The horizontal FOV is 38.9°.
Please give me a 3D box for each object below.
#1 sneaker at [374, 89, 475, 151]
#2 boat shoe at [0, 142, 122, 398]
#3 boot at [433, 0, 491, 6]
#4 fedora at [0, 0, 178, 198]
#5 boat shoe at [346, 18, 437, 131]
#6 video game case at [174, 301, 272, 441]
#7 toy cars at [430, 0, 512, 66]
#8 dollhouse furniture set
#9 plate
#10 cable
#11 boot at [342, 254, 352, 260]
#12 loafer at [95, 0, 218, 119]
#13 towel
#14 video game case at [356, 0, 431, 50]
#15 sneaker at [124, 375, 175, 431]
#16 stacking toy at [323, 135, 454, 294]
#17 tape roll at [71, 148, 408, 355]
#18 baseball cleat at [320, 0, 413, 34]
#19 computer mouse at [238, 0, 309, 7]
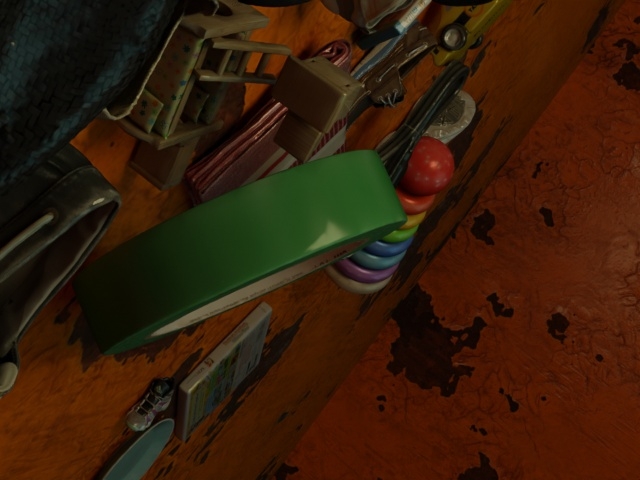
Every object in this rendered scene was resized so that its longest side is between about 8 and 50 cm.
[{"bbox_3d":[0.168,-0.173,1.552,0.232,0.090,0.115,-39,170,-16],"label":"sneaker"},{"bbox_3d":[-0.262,0.069,0.611,0.335,0.119,0.121,-55,167,7],"label":"boat shoe"},{"bbox_3d":[0.113,-0.321,0.753,0.236,0.085,0.178,42,52,-65],"label":"boot"},{"bbox_3d":[-0.160,-0.128,0.382,0.334,0.152,0.334,-49,166,-17],"label":"fedora"},{"bbox_3d":[0.080,-0.206,1.171,0.183,0.066,0.066,-53,168,5],"label":"boat shoe"},{"bbox_3d":[-0.168,0.226,1.542,0.206,0.026,0.227,-45,166,-30],"label":"video game case"},{"bbox_3d":[0.229,-0.368,1.145,0.176,0.087,0.393,-39,171,-23],"label":"toy cars"},{"bbox_3d":[-0.084,-0.083,0.731,0.101,0.161,0.182,-32,154,-56],"label":"dollhouse furniture set"},{"bbox_3d":[-0.299,0.346,1.407,0.188,0.024,0.188,-50,167,-16],"label":"plate"},{"bbox_3d":[0.098,-0.141,1.253,0.287,0.072,0.139,-59,158,4],"label":"cable"},{"bbox_3d":[0.000,0.000,1.346,0.219,0.106,0.082,-49,166,-16],"label":"boot"},{"bbox_3d":[-0.097,-0.187,0.569,0.268,0.092,0.102,-56,166,13],"label":"loafer"},{"bbox_3d":[-0.053,-0.078,1.088,0.237,0.037,0.329,-45,166,-15],"label":"towel"},{"bbox_3d":[0.119,-0.294,1.066,0.166,0.015,0.119,-49,-164,-11],"label":"video game case"},{"bbox_3d":[-0.237,0.222,1.279,0.069,0.038,0.098,-62,173,28],"label":"sneaker"},{"bbox_3d":[0.115,-0.044,1.441,0.141,0.141,0.330,-43,173,-37],"label":"stacking toy"},{"bbox_3d":[-0.075,0.014,0.884,0.321,0.077,0.321,-25,175,-2],"label":"tape roll"},{"bbox_3d":[0.060,-0.282,0.818,0.072,0.109,0.206,-38,159,-33],"label":"baseball cleat"},{"bbox_3d":[0.012,-0.253,0.618,0.188,0.072,0.272,117,-6,-50],"label":"computer mouse"}]
